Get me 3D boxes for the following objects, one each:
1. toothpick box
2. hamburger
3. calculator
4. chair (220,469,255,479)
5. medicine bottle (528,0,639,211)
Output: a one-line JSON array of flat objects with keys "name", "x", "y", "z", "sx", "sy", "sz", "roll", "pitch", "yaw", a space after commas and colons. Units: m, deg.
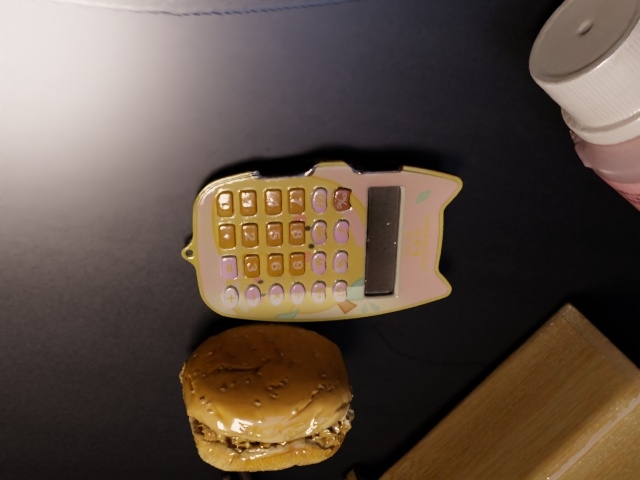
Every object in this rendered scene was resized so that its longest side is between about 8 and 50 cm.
[{"name": "toothpick box", "x": 0.206, "y": 0.234, "z": 0.757, "sx": 0.187, "sy": 0.190, "sz": 0.308, "roll": 38, "pitch": 101, "yaw": -28}, {"name": "hamburger", "x": -0.047, "y": 0.130, "z": 0.656, "sx": 0.147, "sy": 0.138, "sz": 0.083, "roll": -1, "pitch": 114, "yaw": -10}, {"name": "calculator", "x": 0.000, "y": 0.000, "z": 0.656, "sx": 0.237, "sy": 0.033, "sz": 0.157, "roll": -3, "pitch": 121, "yaw": -8}, {"name": "chair", "x": -0.022, "y": 0.286, "z": 0.771, "sx": 0.113, "sy": 0.106, "sz": 0.229, "roll": -13, "pitch": 122, "yaw": -4}, {"name": "medicine bottle", "x": 0.280, "y": -0.093, "z": 0.599, "sx": 0.247, "sy": 0.147, "sz": 0.147, "roll": 33, "pitch": 108, "yaw": -27}]
